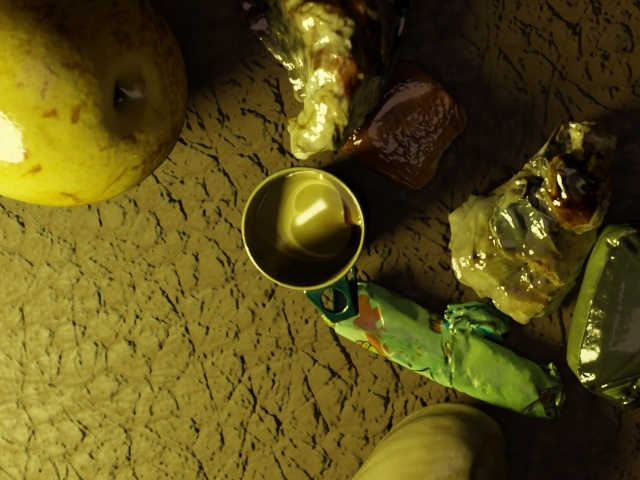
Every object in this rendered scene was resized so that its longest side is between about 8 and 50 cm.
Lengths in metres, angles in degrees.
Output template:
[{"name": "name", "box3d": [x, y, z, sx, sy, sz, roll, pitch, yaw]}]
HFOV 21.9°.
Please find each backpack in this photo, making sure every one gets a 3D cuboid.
[{"name": "backpack", "box3d": [0.397, 0.091, 1.757, 0.253, 0.140, 0.207, 13, 99, 6]}]

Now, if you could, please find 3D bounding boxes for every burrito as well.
[{"name": "burrito", "box3d": [0.147, 0.109, 1.843, 0.288, 0.054, 0.104, 25, 97, 7]}]

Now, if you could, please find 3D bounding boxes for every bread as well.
[{"name": "bread", "box3d": [0.091, -0.128, 1.832, 0.126, 0.044, 0.129, 37, 96, 2]}]

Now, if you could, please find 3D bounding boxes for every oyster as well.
[{"name": "oyster", "box3d": [0.005, -0.260, 1.802, 0.275, 0.100, 0.271, -44, 71, 13]}, {"name": "oyster", "box3d": [0.241, -0.028, 1.794, 0.161, 0.107, 0.232, 34, 102, -4]}]

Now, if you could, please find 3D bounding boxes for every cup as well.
[{"name": "cup", "box3d": [0.000, 0.000, 1.801, 0.131, 0.155, 0.176, -19, 94, 10]}]

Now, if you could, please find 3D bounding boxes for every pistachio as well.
[{"name": "pistachio", "box3d": [0.106, 0.278, 1.826, 0.138, 0.153, 0.238, 32, 105, -36]}]

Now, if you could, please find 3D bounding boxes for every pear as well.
[{"name": "pear", "box3d": [-0.286, -0.166, 1.775, 0.281, 0.281, 0.280, 1, 95, 9]}]
